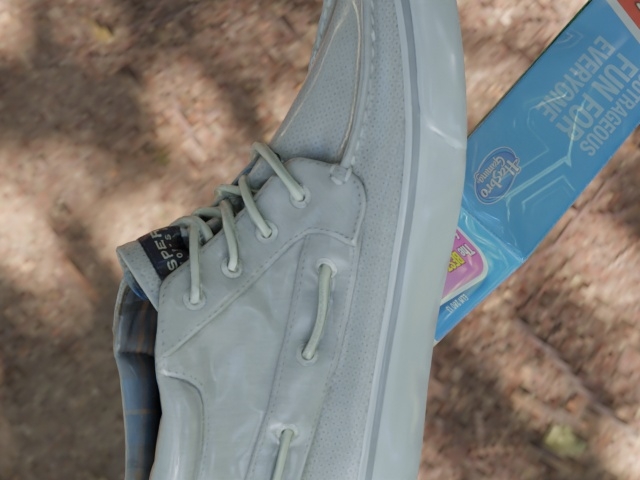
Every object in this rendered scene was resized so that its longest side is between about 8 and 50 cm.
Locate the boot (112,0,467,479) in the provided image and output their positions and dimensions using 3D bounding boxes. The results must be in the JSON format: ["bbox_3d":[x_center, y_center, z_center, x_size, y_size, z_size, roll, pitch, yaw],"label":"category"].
[{"bbox_3d":[-0.019,0.000,0.749,0.123,0.095,0.258,2,97,-19],"label":"boot"}]

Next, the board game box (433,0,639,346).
[{"bbox_3d":[0.099,-0.026,1.102,0.064,0.242,0.316,42,152,2],"label":"board game box"}]
